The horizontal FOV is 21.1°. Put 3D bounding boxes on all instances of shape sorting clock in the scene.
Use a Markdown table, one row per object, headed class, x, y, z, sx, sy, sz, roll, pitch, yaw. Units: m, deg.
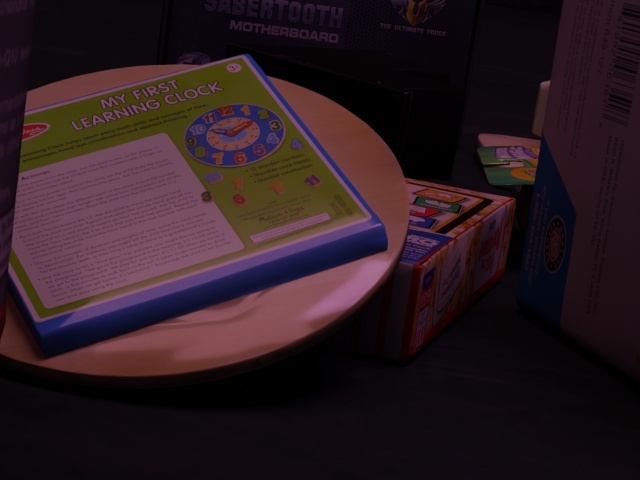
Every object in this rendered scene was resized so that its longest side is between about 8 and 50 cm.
| class | x | y | z | sx | sy | sz | roll | pitch | yaw |
| --- | --- | --- | --- | --- | --- | --- | --- | --- | --- |
| shape sorting clock | -0.067 | -0.011 | 0.694 | 0.206 | 0.040 | 0.206 | 1 | 42 | -1 |

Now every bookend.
| class | x | y | z | sx | sy | sz | roll | pitch | yaw |
| --- | --- | --- | --- | --- | --- | --- | --- | --- | --- |
| bookend | 0.041 | -0.078 | 1.126 | 0.156 | 0.072 | 0.157 | 20 | 16 | 40 |

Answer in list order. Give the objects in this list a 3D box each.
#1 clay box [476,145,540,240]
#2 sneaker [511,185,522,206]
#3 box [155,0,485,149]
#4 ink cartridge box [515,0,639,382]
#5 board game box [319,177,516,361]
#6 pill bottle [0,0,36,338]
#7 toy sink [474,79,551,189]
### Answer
| class | x | y | z | sx | sy | sz | roll | pitch | yaw |
| --- | --- | --- | --- | --- | --- | --- | --- | --- | --- |
| clay box | 0.197 | -0.009 | 0.962 | 0.222 | 0.053 | 0.127 | 7 | 12 | 1 |
| sneaker | 0.149 | -0.034 | 1.094 | 0.035 | 0.031 | 0.083 | 15 | 14 | 29 |
| box | 0.001 | -0.172 | 1.268 | 0.232 | 0.183 | 0.059 | 7 | 12 | -7 |
| ink cartridge box | 0.217 | -0.017 | 0.733 | 0.168 | 0.171 | 0.232 | 4 | 13 | -20 |
| board game box | 0.000 | 0.000 | 0.807 | 0.146 | 0.045 | 0.193 | 12 | 13 | 17 |
| pill bottle | -0.185 | -0.127 | 0.520 | 0.210 | 0.363 | 0.210 | 8 | 12 | -2 |
| toy sink | 0.238 | -0.099 | 1.211 | 0.234 | 0.131 | 0.153 | 7 | 12 | -2 |
